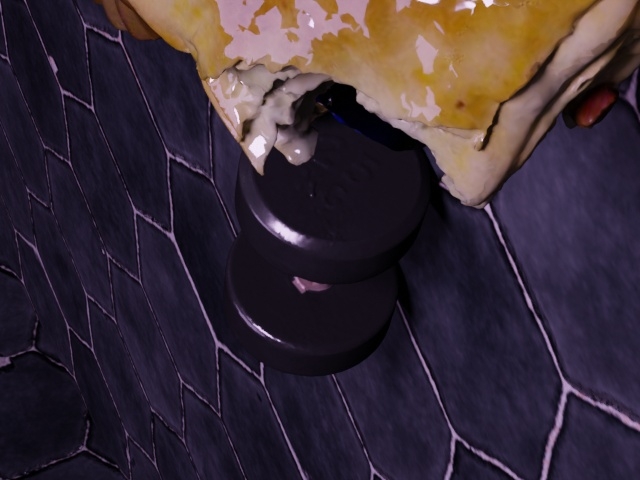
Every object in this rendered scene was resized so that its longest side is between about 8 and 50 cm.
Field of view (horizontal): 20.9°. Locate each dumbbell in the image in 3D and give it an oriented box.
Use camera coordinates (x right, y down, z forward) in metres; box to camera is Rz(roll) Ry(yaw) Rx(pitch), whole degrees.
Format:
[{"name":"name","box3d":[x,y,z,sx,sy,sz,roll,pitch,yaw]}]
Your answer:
[{"name":"dumbbell","box3d":[0.000,0.000,1.428,0.152,0.152,0.218,60,159,25]}]

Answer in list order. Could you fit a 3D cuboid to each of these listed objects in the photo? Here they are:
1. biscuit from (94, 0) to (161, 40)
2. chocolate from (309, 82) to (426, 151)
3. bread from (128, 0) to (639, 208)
[{"name":"biscuit","box3d":[-0.162,-0.329,1.591,0.268,0.115,0.366,63,161,17]},{"name":"chocolate","box3d":[-0.010,-0.163,1.325,0.343,0.126,0.148,38,120,60]},{"name":"bread","box3d":[0.012,-0.182,1.018,0.314,0.191,0.370,-47,62,34]}]
